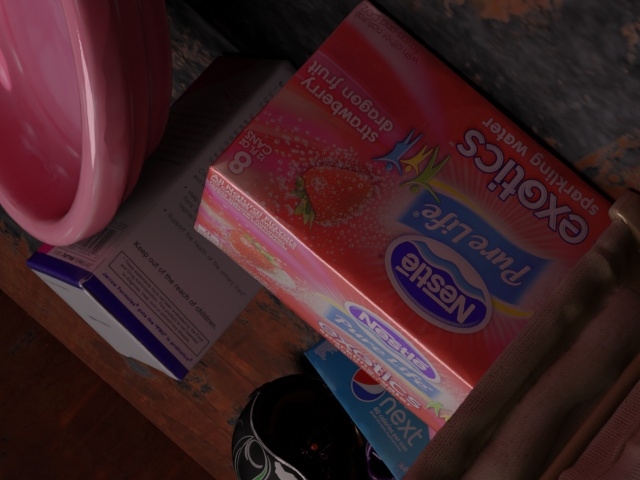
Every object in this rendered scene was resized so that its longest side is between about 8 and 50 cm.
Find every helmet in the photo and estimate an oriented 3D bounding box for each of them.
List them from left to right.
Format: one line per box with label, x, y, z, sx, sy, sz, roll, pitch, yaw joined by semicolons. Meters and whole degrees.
helmet;-0.021;0.248;1.844;0.169;0.169;0.161;35;147;21

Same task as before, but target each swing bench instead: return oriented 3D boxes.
swing bench;0.180;0.094;0.794;0.165;0.253;0.254;42;165;-2

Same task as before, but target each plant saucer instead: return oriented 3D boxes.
plant saucer;-0.194;-0.164;1.095;0.332;0.084;0.332;42;142;45

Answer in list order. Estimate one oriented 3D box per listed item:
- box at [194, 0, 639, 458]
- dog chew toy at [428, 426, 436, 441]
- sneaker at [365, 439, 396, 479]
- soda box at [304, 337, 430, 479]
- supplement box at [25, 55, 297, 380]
box;0.082;0.017;1.002;0.300;0.154;0.142;41;164;4
dog chew toy;0.196;0.191;1.130;0.332;0.206;0.206;47;171;37
sneaker;0.075;0.205;1.617;0.083;0.098;0.224;36;163;18
soda box;0.075;0.166;1.450;0.210;0.067;0.071;53;-178;30
supplement box;-0.088;-0.022;1.172;0.114;0.220;0.111;48;164;-27
